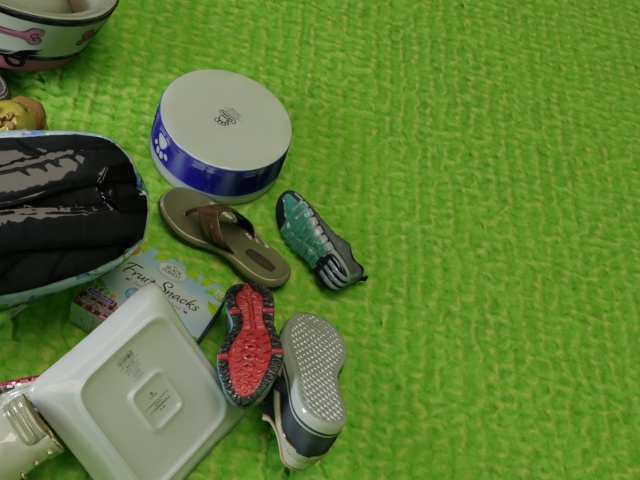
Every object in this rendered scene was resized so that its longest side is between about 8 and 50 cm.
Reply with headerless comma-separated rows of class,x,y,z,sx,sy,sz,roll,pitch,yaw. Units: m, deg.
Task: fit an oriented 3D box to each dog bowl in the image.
dog bowl,-0.192,-0.203,1.868,0.264,0.104,0.265,11,51,-14
dog bowl,-0.599,-0.483,1.836,0.407,0.150,0.408,22,35,-16

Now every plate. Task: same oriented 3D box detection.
plate,-0.256,0.243,1.456,0.277,0.045,0.278,-45,108,-39

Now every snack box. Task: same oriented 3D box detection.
snack box,-0.285,0.109,1.614,0.207,0.070,0.174,31,50,2

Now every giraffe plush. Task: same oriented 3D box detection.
giraffe plush,-0.537,-0.184,1.670,0.181,0.170,0.210,21,49,-6

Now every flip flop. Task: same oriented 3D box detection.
flip flop,-0.168,-0.015,1.748,0.277,0.080,0.112,36,50,7

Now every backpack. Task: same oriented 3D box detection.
backpack,-0.442,-0.041,1.482,0.355,0.273,0.290,-17,85,-7

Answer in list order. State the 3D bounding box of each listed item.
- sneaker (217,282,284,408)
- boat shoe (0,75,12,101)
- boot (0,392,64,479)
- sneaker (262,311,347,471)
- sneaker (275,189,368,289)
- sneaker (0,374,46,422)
sneaker,-0.110,0.189,1.571,0.104,0.125,0.262,1,36,-1
boat shoe,-0.718,-0.349,1.774,0.335,0.095,0.112,31,49,3
boot,-0.421,0.335,1.317,0.165,0.077,0.213,-29,96,-17
sneaker,-0.032,0.242,1.591,0.126,0.127,0.321,24,24,-11
sneaker,0.000,0.000,1.824,0.098,0.083,0.224,-3,55,-52
sneaker,-0.454,0.260,1.417,0.299,0.121,0.112,-7,87,-27
